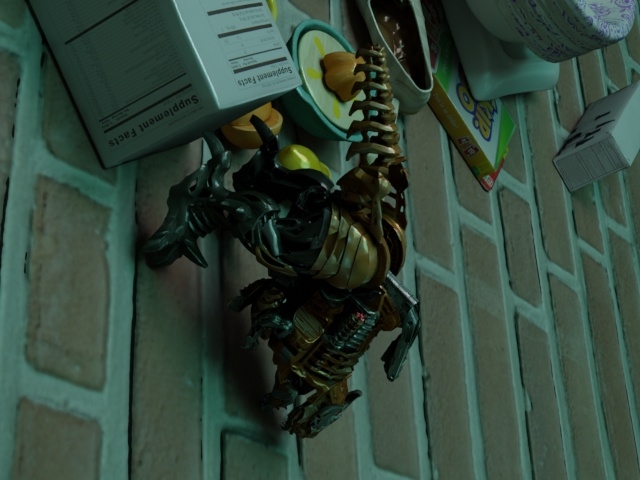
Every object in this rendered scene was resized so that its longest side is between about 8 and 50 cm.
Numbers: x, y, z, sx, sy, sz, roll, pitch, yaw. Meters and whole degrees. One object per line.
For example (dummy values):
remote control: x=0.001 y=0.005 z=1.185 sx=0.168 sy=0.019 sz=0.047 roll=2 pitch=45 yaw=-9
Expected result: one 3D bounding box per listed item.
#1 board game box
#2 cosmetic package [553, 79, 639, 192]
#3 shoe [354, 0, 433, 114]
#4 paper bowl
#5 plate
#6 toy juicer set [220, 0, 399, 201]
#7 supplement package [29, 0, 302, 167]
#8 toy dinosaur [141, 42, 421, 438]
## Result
board game box: x=0.167 y=-0.194 z=1.654 sx=0.259 sy=0.039 sz=0.124 roll=57 pitch=34 yaw=-19
cosmetic package: x=0.418 y=-0.157 z=1.930 sx=0.060 sy=0.099 sz=0.239 roll=59 pitch=32 yaw=-11
shoe: x=0.088 y=-0.255 z=1.526 sx=0.077 sy=0.058 sz=0.219 roll=-13 pitch=80 yaw=-13
paper bowl: x=0.256 y=-0.353 z=1.607 sx=0.284 sy=0.148 sz=0.284 roll=28 pitch=54 yaw=-47
plate: x=0.233 y=-0.328 z=1.741 sx=0.277 sy=0.045 sz=0.278 roll=-17 pitch=90 yaw=-57
toy juicer set: x=0.012 y=-0.126 z=1.333 sx=0.329 sy=0.089 sz=0.209 roll=26 pitch=50 yaw=-46
supplement package: x=-0.145 y=-0.204 z=1.111 sx=0.134 sy=0.139 sz=0.244 roll=-27 pitch=94 yaw=-57
toy dinosaur: x=0.000 y=0.000 z=1.104 sx=0.322 sy=0.218 sz=0.164 roll=-65 pitch=157 yaw=2
